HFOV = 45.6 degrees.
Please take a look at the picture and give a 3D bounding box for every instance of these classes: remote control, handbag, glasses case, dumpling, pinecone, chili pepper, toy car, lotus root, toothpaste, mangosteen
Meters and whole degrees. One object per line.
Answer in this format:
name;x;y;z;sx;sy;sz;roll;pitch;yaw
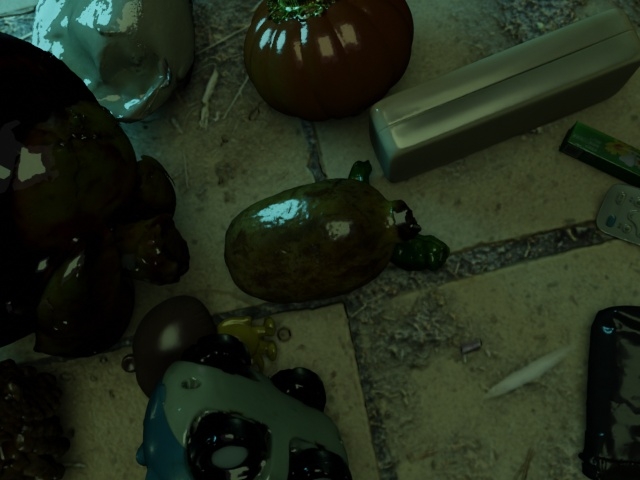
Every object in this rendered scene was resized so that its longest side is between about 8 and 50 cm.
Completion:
remote control;0.473;-0.016;0.971;0.229;0.044;0.073;18;121;11
handbag;0.448;0.195;0.917;0.246;0.080;0.223;6;80;6
glasses case;0.228;-0.180;0.970;0.336;0.144;0.076;-21;78;-1
dumpling;-0.266;-0.292;1.037;0.204;0.163;0.293;-15;78;36
pinecone;-0.390;0.241;0.922;0.149;0.179;0.195;-12;104;15
chili pepper;0.088;-0.022;0.995;0.182;0.050;0.073;48;116;17
toy car;-0.095;0.243;0.880;0.255;0.188;0.190;26;113;-29
lotus root;0.000;0.000;0.945;0.260;0.128;0.145;-13;97;24
toothpaste;0.403;-0.099;0.994;0.178;0.043;0.037;27;80;8
mangosteen;-0.376;-0.046;0.894;0.421;0.381;0.381;20;80;-25

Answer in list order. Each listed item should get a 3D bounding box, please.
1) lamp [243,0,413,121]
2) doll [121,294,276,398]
lamp;0.010;-0.251;0.973;0.223;0.197;0.223;-13;44;13
doll;-0.152;0.148;0.970;0.188;0.096;0.145;15;100;-20
